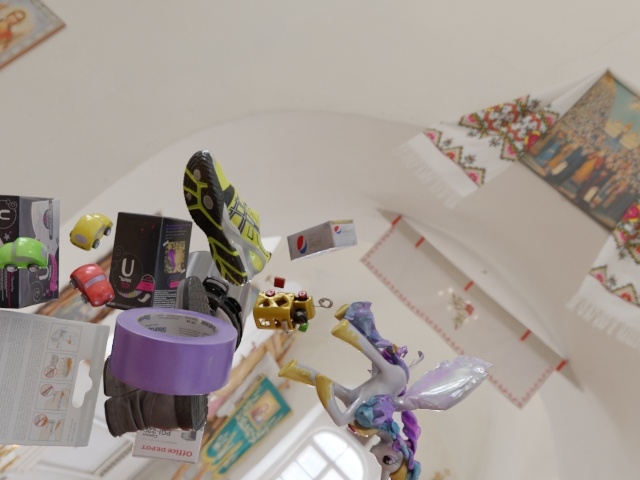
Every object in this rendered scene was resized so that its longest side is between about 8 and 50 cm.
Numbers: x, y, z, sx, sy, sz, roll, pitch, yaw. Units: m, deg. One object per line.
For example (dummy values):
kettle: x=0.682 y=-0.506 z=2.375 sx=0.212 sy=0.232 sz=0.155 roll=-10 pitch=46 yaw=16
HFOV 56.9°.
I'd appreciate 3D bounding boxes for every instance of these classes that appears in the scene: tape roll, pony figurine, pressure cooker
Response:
tape roll: x=-0.229 y=0.169 z=0.928 sx=0.188 sy=0.080 sz=0.189 roll=10 pitch=5 yaw=-1
pony figurine: x=0.142 y=0.312 z=1.271 sx=0.363 sy=0.351 sz=0.302 roll=50 pitch=-27 yaw=-6
pressure cooker: x=-0.451 y=0.272 z=2.203 sx=0.420 sy=0.375 sz=0.370 roll=-88 pitch=163 yaw=-62

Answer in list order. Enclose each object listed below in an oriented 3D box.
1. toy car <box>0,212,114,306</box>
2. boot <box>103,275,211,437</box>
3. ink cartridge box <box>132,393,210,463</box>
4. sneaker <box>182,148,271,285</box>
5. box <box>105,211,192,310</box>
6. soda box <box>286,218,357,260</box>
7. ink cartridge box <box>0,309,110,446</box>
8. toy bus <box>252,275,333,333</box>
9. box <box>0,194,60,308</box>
toy car: x=-0.535 y=0.026 z=1.194 sx=0.053 sy=0.224 sz=0.239 roll=112 pitch=-29 yaw=-46
boot: x=-0.359 y=0.244 z=1.267 sx=0.222 sy=0.339 sz=0.118 roll=-5 pitch=-21 yaw=13
ink cartridge box: x=-0.359 y=0.420 z=1.447 sx=0.158 sy=0.218 sz=0.092 roll=11 pitch=-2 yaw=-11
sneaker: x=-0.258 y=-0.071 z=1.638 sx=0.145 sy=0.147 sz=0.385 roll=0 pitch=-66 yaw=43
box: x=-0.478 y=0.064 z=1.657 sx=0.165 sy=0.271 sz=0.143 roll=6 pitch=-2 yaw=24
soda box: x=0.000 y=0.000 z=1.496 sx=0.216 sy=0.073 sz=0.069 roll=-17 pitch=-100 yaw=56
ink cartridge box: x=-0.739 y=0.330 z=1.432 sx=0.384 sy=0.309 sz=0.091 roll=13 pitch=-14 yaw=-28
toy bus: x=-0.097 y=0.215 z=1.729 sx=0.191 sy=0.104 sz=0.202 roll=35 pitch=-50 yaw=-13
box: x=-0.695 y=0.021 z=1.344 sx=0.142 sy=0.248 sz=0.163 roll=3 pitch=3 yaw=7
